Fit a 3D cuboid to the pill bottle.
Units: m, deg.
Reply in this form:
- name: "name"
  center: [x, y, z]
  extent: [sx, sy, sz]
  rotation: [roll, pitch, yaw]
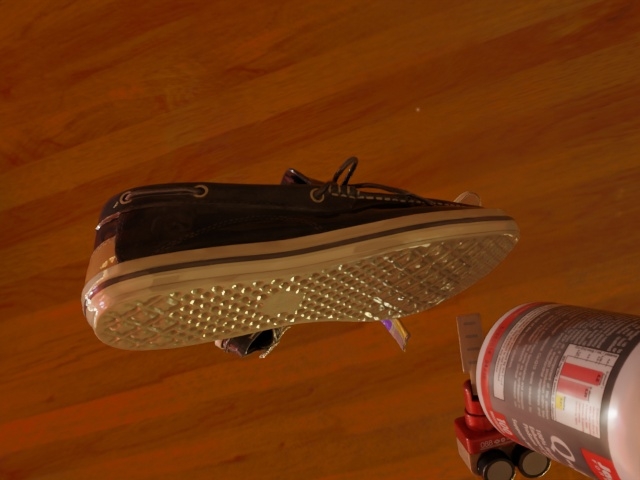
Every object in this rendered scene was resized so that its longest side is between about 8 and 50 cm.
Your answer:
- name: "pill bottle"
  center: [0.374, 0.194, 0.756]
  extent: [0.210, 0.363, 0.210]
  rotation: [0, 91, -21]

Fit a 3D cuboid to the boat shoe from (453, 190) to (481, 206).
- name: "boat shoe"
  center: [0.280, -0.019, 1.303]
  extent: [0.068, 0.072, 0.190]
  rotation: [28, 89, 8]

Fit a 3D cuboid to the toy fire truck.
- name: "toy fire truck"
  center: [0.327, 0.254, 1.070]
  extent: [0.217, 0.158, 0.246]
  rotation: [-13, 103, -5]

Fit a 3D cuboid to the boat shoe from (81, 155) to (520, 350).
- name: "boat shoe"
  center: [0.000, 0.000, 0.688]
  extent: [0.500, 0.156, 0.187]
  rotation: [-5, 145, -21]

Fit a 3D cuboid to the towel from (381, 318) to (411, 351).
- name: "towel"
  center: [0.094, 0.109, 0.849]
  extent: [0.009, 0.060, 0.083]
  rotation: [-31, 66, -14]

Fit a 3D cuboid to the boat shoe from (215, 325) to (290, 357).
- name: "boat shoe"
  center: [-0.128, 0.199, 1.339]
  extent: [0.079, 0.254, 0.095]
  rotation: [32, 97, 18]
